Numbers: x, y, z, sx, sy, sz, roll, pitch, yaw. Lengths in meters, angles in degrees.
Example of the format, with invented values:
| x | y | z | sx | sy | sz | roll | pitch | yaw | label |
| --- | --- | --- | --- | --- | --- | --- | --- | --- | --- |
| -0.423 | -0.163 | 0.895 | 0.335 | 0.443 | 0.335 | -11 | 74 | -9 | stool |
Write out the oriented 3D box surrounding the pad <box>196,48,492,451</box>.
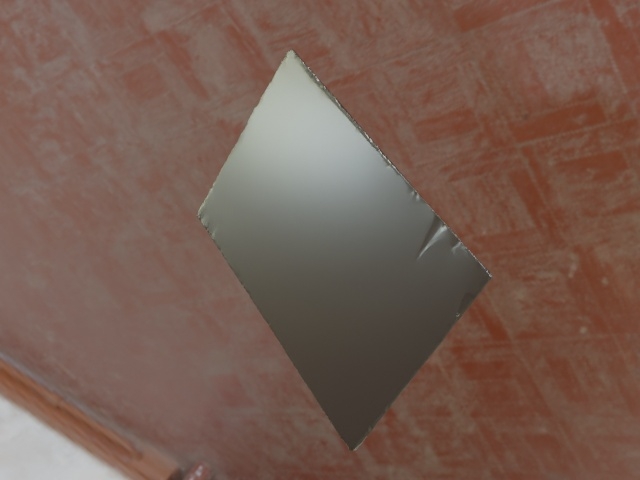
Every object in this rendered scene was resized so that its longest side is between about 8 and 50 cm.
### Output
| x | y | z | sx | sy | sz | roll | pitch | yaw | label |
| --- | --- | --- | --- | --- | --- | --- | --- | --- | --- |
| 0.000 | 0.000 | 0.761 | 0.300 | 0.005 | 0.202 | 52 | 122 | 34 | pad |
